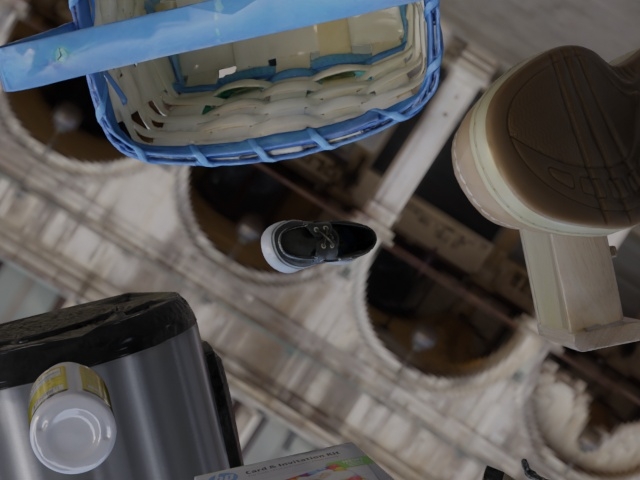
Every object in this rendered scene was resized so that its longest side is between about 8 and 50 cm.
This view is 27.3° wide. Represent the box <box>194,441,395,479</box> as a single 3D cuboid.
[{"bbox_3d":[-0.008,0.217,1.043,0.145,0.038,0.186,-10,-169,-16],"label":"box"}]

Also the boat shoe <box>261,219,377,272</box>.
[{"bbox_3d":[0.000,0.000,1.220,0.142,0.040,0.049,-3,-105,-54],"label":"boat shoe"}]

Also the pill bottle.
[{"bbox_3d":[-0.195,0.133,1.026,0.065,0.065,0.116,31,-177,-17],"label":"pill bottle"}]

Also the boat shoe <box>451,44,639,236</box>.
[{"bbox_3d":[0.165,-0.060,0.893,0.341,0.110,0.121,-17,-93,-56],"label":"boat shoe"}]

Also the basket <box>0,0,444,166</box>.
[{"bbox_3d":[-0.037,-0.147,0.805,0.255,0.201,0.289,-9,-170,10],"label":"basket"}]

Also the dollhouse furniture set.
[{"bbox_3d":[0.393,-0.062,1.262,0.394,0.256,0.362,-11,-179,-2],"label":"dollhouse furniture set"}]

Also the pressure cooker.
[{"bbox_3d":[-0.285,0.296,1.569,0.376,0.420,0.370,-12,-176,16],"label":"pressure cooker"}]

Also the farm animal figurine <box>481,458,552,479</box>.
[{"bbox_3d":[0.183,0.288,0.978,0.172,0.330,0.326,13,138,11],"label":"farm animal figurine"}]
